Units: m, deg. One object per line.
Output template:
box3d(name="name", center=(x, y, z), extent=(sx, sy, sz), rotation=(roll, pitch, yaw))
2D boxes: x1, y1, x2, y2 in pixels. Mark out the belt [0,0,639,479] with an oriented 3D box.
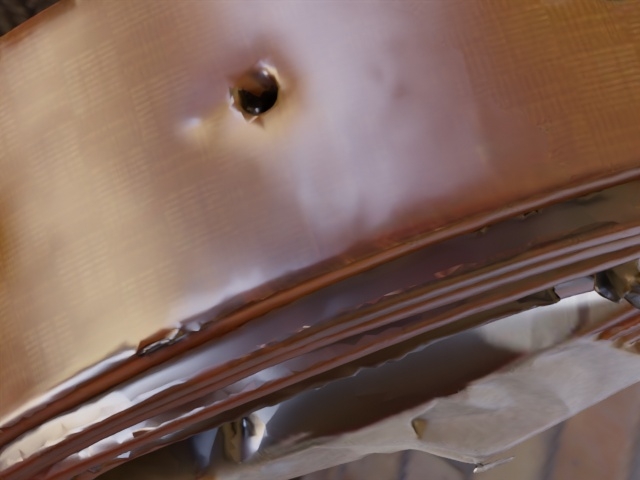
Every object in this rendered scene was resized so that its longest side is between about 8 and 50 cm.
box3d(name="belt", center=(0.000, 0.000, 0.483), extent=(0.261, 0.105, 0.184), rotation=(-24, 160, 17))
